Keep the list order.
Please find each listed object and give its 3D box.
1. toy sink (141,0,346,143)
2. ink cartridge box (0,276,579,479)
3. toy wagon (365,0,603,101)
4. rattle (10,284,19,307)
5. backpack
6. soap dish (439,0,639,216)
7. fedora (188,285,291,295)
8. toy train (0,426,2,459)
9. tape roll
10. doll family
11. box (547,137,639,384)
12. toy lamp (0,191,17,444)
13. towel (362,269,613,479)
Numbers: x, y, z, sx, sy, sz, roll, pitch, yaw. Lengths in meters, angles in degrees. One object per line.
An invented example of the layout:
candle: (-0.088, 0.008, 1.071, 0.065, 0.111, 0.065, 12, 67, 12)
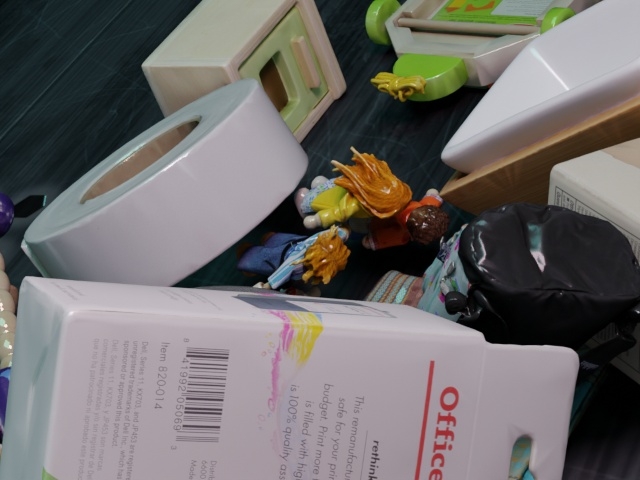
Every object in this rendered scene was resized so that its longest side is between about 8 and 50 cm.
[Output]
toy sink: (-0.068, -0.202, 1.662, 0.131, 0.152, 0.234, 4, 41, 34)
ink cartridge box: (-0.020, 0.143, 0.944, 0.353, 0.207, 0.119, 6, 5, -25)
toy wagon: (0.180, -0.249, 1.660, 0.267, 0.068, 0.344, 11, 47, 40)
rattle: (-0.404, 0.103, 1.543, 0.200, 0.142, 0.130, -11, 0, 43)
backpack: (0.145, 0.048, 1.097, 0.152, 0.182, 0.115, 11, 59, -12)
soap dish: (0.266, -0.130, 1.317, 0.291, 0.118, 0.229, -25, 20, 52)
fedora: (-0.095, 0.149, 1.135, 0.244, 0.124, 0.275, -41, 27, -30)
toy train: (-0.326, 0.228, 1.314, 0.125, 0.046, 0.166, -35, 36, 29)
tape roll: (-0.155, -0.043, 1.455, 0.286, 0.100, 0.286, -31, 16, 10)
doll family: (0.000, 0.000, 1.334, 0.263, 0.118, 0.163, -39, 19, -21)
box: (0.306, 0.050, 1.064, 0.121, 0.148, 0.311, -18, 35, -25)
toy lamp: (-0.306, 0.080, 1.406, 0.080, 0.080, 0.274, -21, 56, 2)
towel: (0.065, 0.161, 1.181, 0.271, 0.040, 0.370, 8, 44, 37)
